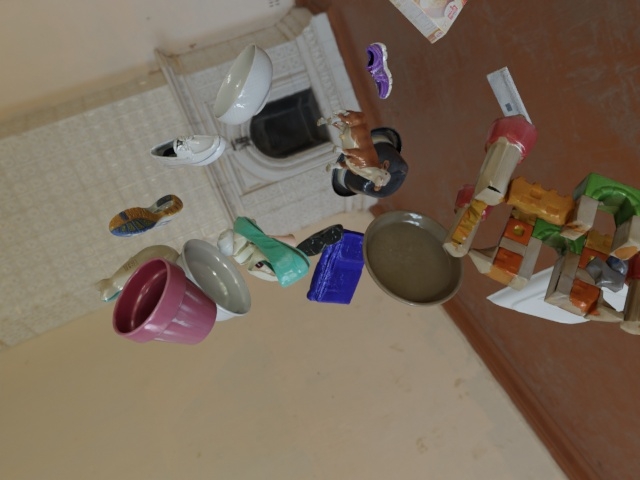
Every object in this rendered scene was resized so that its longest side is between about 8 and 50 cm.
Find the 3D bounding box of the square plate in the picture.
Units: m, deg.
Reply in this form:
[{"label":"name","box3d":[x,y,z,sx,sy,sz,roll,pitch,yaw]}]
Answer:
[{"label":"square plate","box3d":[0.754,0.176,1.322,0.347,0.345,0.049,128,153,-58]}]

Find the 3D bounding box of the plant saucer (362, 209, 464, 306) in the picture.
[{"label":"plant saucer","box3d":[0.235,0.045,1.131,0.277,0.278,0.041,62,154,19]}]

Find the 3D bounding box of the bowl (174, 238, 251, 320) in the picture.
[{"label":"bowl","box3d":[-0.370,0.150,1.406,0.297,0.134,0.298,49,-168,-14]}]

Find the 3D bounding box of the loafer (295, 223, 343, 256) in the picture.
[{"label":"loafer","box3d":[0.000,0.000,1.364,0.062,0.170,0.061,61,-159,-16]}]

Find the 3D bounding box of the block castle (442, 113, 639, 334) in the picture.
[{"label":"block castle","box3d":[0.491,-0.032,0.830,0.454,0.212,0.303,24,156,12]}]

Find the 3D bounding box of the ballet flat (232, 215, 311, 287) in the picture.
[{"label":"ballet flat","box3d":[-0.125,0.021,0.871,0.247,0.087,0.083,29,151,42]}]

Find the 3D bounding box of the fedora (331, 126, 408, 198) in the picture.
[{"label":"fedora","box3d":[0.207,-0.254,1.615,0.152,0.334,0.333,47,160,31]}]

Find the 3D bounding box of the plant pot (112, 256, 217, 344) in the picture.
[{"label":"plant pot","box3d":[-0.359,0.163,1.057,0.180,0.201,0.201,37,-170,-41]}]

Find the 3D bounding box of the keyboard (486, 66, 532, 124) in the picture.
[{"label":"keyboard","box3d":[0.630,-0.442,1.444,0.255,0.014,0.072,56,154,-18]}]

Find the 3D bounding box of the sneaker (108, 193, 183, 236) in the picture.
[{"label":"sneaker","box3d":[-0.672,-0.072,1.704,0.111,0.297,0.131,56,140,7]}]

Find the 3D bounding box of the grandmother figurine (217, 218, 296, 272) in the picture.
[{"label":"grandmother figurine","box3d":[-0.218,0.012,1.533,0.343,0.104,0.207,6,-133,-53]}]

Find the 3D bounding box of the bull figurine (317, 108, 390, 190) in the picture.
[{"label":"bull figurine","box3d":[0.106,-0.286,1.372,0.101,0.189,0.310,-51,44,49]}]

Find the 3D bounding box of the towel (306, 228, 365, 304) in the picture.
[{"label":"towel","box3d":[0.087,0.107,1.704,0.076,0.228,0.307,34,108,50]}]

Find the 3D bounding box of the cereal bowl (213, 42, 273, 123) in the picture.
[{"label":"cereal bowl","box3d":[-0.299,-0.624,1.810,0.141,0.338,0.339,23,-166,-32]}]

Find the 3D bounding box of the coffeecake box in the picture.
[{"label":"coffeecake box","box3d":[0.314,-0.701,1.278,0.186,0.142,0.068,36,166,-18]}]

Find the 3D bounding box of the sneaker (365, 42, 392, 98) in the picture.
[{"label":"sneaker","box3d":[0.176,-0.533,1.390,0.068,0.071,0.169,20,130,59]}]

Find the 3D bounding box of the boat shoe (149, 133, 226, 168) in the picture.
[{"label":"boat shoe","box3d":[-0.407,-0.274,1.328,0.084,0.258,0.095,26,-123,-58]}]

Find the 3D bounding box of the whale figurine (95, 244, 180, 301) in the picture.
[{"label":"whale figurine","box3d":[-0.581,0.128,1.439,0.216,0.272,0.141,33,144,45]}]
